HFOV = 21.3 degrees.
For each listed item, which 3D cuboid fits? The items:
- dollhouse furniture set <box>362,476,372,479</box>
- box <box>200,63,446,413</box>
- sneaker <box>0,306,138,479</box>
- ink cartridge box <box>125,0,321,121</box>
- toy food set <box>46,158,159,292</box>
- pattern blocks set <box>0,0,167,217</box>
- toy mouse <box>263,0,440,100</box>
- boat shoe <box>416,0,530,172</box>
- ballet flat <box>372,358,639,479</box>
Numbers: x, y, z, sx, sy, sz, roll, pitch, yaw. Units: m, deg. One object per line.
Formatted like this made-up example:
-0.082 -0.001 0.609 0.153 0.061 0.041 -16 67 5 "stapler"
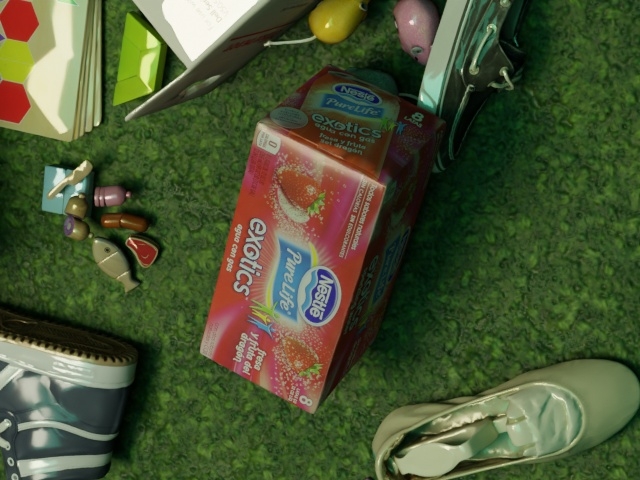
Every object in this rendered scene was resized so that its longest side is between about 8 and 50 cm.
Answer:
0.014 0.291 1.555 0.114 0.081 0.091 -35 87 23 "dollhouse furniture set"
0.000 0.000 1.442 0.123 0.128 0.257 27 128 14 "box"
-0.316 0.147 1.644 0.282 0.099 0.153 14 106 17 "sneaker"
-0.035 -0.257 1.403 0.353 0.207 0.119 -38 89 22 "ink cartridge box"
-0.197 -0.013 1.593 0.078 0.019 0.122 -39 104 16 "toy food set"
-0.275 -0.193 1.603 0.285 0.026 0.324 21 107 16 "pattern blocks set"
0.058 -0.159 1.463 0.161 0.031 0.143 -37 102 1 "toy mouse"
0.135 -0.156 1.429 0.070 0.078 0.219 19 104 17 "boat shoe"
0.156 0.167 1.480 0.248 0.086 0.086 -19 93 22 "ballet flat"
